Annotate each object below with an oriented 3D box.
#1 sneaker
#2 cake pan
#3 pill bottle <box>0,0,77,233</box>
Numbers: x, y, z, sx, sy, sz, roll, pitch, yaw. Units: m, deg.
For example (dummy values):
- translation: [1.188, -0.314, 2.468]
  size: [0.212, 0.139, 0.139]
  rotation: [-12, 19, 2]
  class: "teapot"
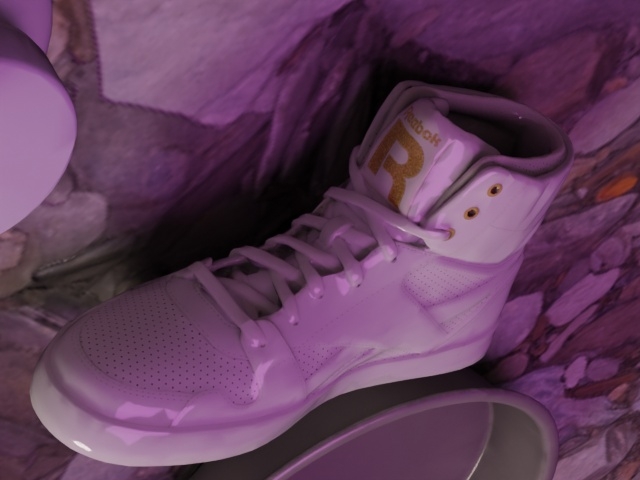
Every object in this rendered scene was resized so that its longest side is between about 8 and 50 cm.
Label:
- translation: [0.000, 0.000, 0.864]
  size: [0.292, 0.108, 0.169]
  rotation: [-16, 141, -42]
  class: "sneaker"
- translation: [0.014, 0.179, 1.125]
  size: [0.293, 0.054, 0.293]
  rotation: [-23, 144, -18]
  class: "cake pan"
- translation: [-0.146, -0.084, 0.555]
  size: [0.103, 0.184, 0.103]
  rotation: [-23, 144, -18]
  class: "pill bottle"
